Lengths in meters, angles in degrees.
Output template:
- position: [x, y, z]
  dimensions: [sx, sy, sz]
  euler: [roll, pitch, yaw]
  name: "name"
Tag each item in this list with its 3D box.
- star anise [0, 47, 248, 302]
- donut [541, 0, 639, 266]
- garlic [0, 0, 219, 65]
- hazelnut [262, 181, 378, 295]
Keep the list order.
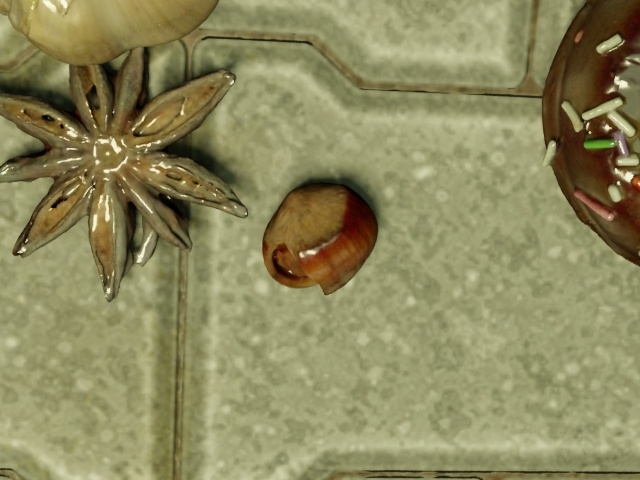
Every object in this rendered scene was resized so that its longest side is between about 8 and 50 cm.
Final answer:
- position: [-0.142, -0.065, 0.764]
  dimensions: [0.195, 0.065, 0.182]
  euler: [-30, 99, 4]
  name: "star anise"
- position: [0.292, -0.091, 0.787]
  dimensions: [0.270, 0.103, 0.269]
  euler: [-1, 100, -5]
  name: "donut"
- position: [-0.140, -0.227, 0.683]
  dimensions: [0.228, 0.152, 0.227]
  euler: [-2, 110, -6]
  name: "garlic"
- position: [0.000, 0.000, 0.788]
  dimensions: [0.086, 0.086, 0.086]
  euler: [-1, 102, -6]
  name: "hazelnut"
